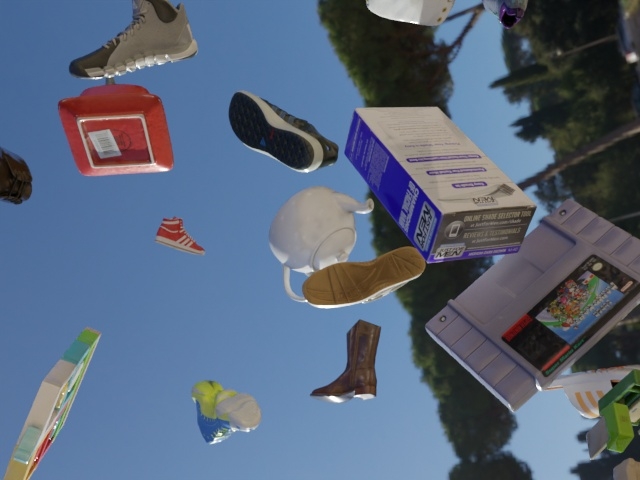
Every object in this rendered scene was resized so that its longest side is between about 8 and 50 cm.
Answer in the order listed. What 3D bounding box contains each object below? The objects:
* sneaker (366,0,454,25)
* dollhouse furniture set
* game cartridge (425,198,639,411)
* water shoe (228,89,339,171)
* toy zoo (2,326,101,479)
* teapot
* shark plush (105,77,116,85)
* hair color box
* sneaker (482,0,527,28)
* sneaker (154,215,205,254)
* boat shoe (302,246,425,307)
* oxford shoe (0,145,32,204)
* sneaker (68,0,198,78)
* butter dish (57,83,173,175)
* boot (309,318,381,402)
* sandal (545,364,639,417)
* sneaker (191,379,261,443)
[{"bbox_3d":[0.198,-0.391,1.079,0.169,0.292,0.108,87,172,-55],"label":"sneaker"},{"bbox_3d":[0.258,0.181,0.625,0.076,0.059,0.152,14,-135,-6],"label":"dollhouse furniture set"},{"bbox_3d":[0.377,0.098,1.318,0.230,0.355,0.068,41,169,50],"label":"game cartridge"},{"bbox_3d":[-0.059,-0.160,1.182,0.080,0.073,0.203,-5,-142,-49],"label":"water shoe"},{"bbox_3d":[-0.420,0.266,1.215,0.030,0.192,0.293,23,-169,-7],"label":"toy zoo"},{"bbox_3d":[0.000,0.000,2.026,0.187,0.252,0.256,45,156,30],"label":"teapot"},{"bbox_3d":[-0.456,-0.318,1.769,0.073,0.067,0.161,-3,-86,-47],"label":"shark plush"},{"bbox_3d":[0.196,-0.109,1.365,0.185,0.110,0.339,-5,-143,-24],"label":"hair color box"},{"bbox_3d":[0.405,-0.517,1.750,0.224,0.083,0.098,-123,42,-86],"label":"sneaker"},{"bbox_3d":[-0.297,-0.012,1.701,0.118,0.042,0.067,21,-102,-33],"label":"sneaker"},{"bbox_3d":[0.093,0.096,1.706,0.096,0.277,0.098,101,153,-64],"label":"boat shoe"},{"bbox_3d":[-0.420,-0.088,1.025,0.096,0.083,0.227,30,-177,-18],"label":"oxford shoe"},{"bbox_3d":[-0.327,-0.357,1.329,0.228,0.086,0.132,-21,-64,-28],"label":"sneaker"},{"bbox_3d":[-0.320,-0.194,1.252,0.160,0.159,0.118,88,177,-48],"label":"butter dish"},{"bbox_3d":[0.037,0.173,1.129,0.037,0.106,0.114,49,-142,-54],"label":"boot"},{"bbox_3d":[0.440,0.258,1.311,0.102,0.265,0.076,1,-104,-41],"label":"sandal"},{"bbox_3d":[-0.201,0.394,1.709,0.091,0.240,0.126,-10,-75,-32],"label":"sneaker"}]
